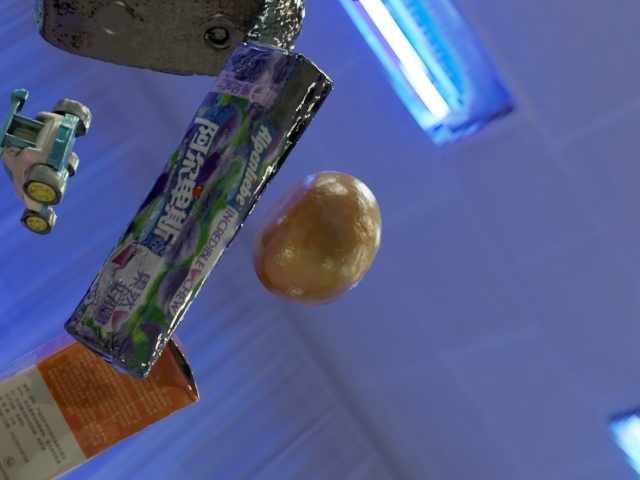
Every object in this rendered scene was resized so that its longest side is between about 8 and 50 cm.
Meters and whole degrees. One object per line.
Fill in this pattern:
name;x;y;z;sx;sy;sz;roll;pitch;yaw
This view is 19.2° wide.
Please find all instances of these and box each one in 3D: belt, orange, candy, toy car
belt;-0.161;-0.254;2.009;0.289;0.184;0.164;10;-59;0
orange;0.000;0.000;2.049;0.124;0.156;0.156;46;-34;-10
candy;-0.106;-0.030;1.617;0.088;0.312;0.061;19;-17;49
toy car;-0.330;-0.088;2.157;0.098;0.126;0.161;21;-34;-6

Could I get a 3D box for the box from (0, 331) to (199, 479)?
box;-0.330;0.207;2.395;0.143;0.341;0.225;63;-5;-6
